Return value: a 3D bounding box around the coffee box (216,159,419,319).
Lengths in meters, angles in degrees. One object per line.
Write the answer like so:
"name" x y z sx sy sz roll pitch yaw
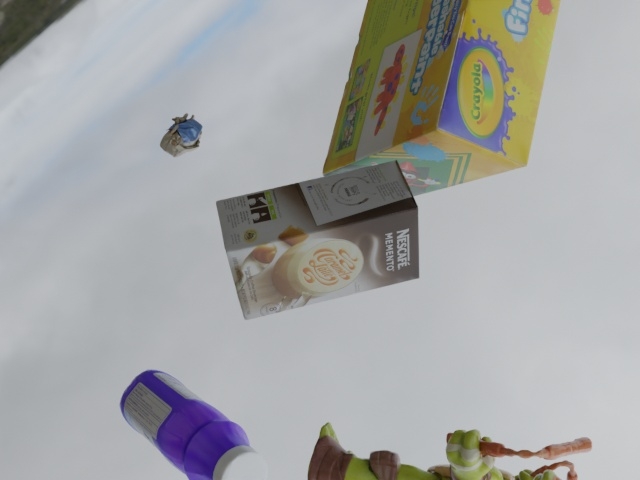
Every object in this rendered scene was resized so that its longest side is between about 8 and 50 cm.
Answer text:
"coffee box" 0.000 0.000 1.012 0.246 0.141 0.098 -14 -134 -5

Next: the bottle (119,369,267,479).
"bottle" -0.171 0.262 1.029 0.092 0.118 0.282 -53 -145 -15

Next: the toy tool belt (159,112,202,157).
"toy tool belt" -0.193 -0.158 1.104 0.083 0.052 0.051 -47 168 -50

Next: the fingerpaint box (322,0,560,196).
"fingerpaint box" 0.197 -0.313 1.216 0.371 0.163 0.445 -13 -120 65

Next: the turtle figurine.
"turtle figurine" 0.113 0.207 0.622 0.217 0.269 0.087 -1 -113 24
